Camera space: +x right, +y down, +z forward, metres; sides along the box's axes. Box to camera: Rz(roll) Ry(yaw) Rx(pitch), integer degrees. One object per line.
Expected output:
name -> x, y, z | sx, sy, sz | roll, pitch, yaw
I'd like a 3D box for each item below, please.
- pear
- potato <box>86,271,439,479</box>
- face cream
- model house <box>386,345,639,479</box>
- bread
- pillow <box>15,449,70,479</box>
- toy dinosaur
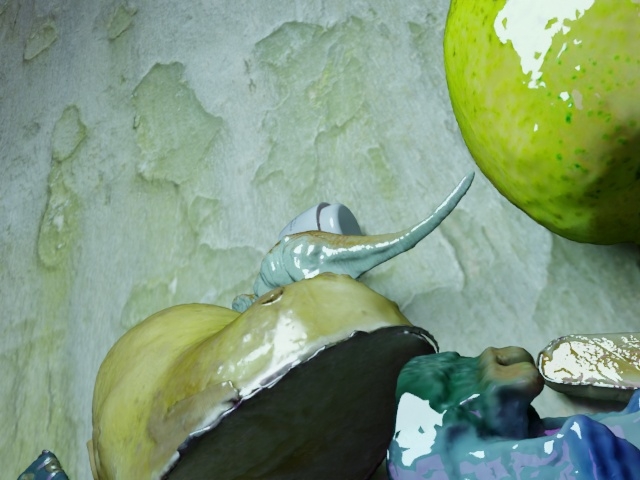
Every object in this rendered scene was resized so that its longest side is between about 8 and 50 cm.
pear -> 0.308, -0.166, 0.635 | 0.391, 0.391, 0.391 | -15, 54, 21
potato -> -0.112, 0.148, 0.685 | 0.296, 0.290, 0.397 | 49, 131, 39
face cream -> 0.000, 0.000, 0.876 | 0.095, 0.091, 0.091 | -23, 51, 26
model house -> 0.244, 0.193, 0.482 | 0.329, 0.295, 0.251 | -10, 52, 17
bread -> 0.318, 0.125, 0.636 | 0.214, 0.053, 0.073 | -6, 53, 30
pillow -> -0.361, 0.408, 0.847 | 0.255, 0.034, 0.189 | 31, 78, 39
toy dinosaur -> 0.022, 0.052, 0.768 | 0.393, 0.092, 0.205 | -50, 58, 34
